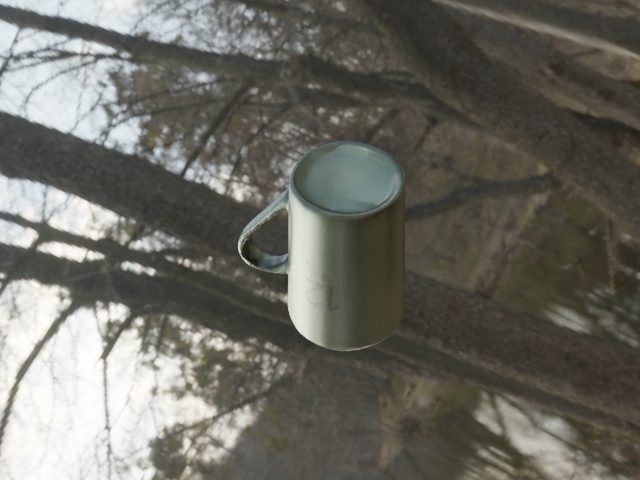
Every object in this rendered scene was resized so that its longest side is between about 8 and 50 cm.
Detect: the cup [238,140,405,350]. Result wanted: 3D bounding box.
[{"bbox_3d":[0.005,-0.002,0.399,0.054,0.075,0.083,-36,-35,-29],"label":"cup"}]
